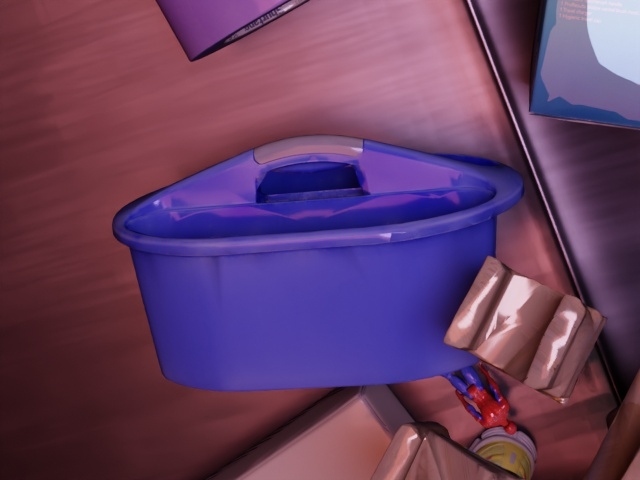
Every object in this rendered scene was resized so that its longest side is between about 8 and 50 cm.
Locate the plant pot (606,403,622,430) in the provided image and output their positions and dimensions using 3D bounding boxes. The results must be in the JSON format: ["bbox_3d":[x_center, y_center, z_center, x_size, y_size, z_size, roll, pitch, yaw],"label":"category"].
[{"bbox_3d":[0.357,0.211,1.142,0.263,0.263,0.229,-33,77,14],"label":"plant pot"}]

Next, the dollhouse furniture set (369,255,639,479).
[{"bbox_3d":[0.293,0.114,0.990,0.362,0.256,0.394,27,91,18],"label":"dollhouse furniture set"}]

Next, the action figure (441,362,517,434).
[{"bbox_3d":[0.138,0.132,1.247,0.038,0.030,0.115,-43,80,11],"label":"action figure"}]

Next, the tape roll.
[{"bbox_3d":[-0.044,-0.226,1.120,0.189,0.189,0.080,-27,97,14],"label":"tape roll"}]

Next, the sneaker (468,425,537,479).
[{"bbox_3d":[0.127,0.270,1.248,0.081,0.094,0.208,24,105,3],"label":"sneaker"}]

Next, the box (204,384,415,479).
[{"bbox_3d":[-0.033,0.243,1.269,0.275,0.094,0.113,-35,95,14],"label":"box"}]

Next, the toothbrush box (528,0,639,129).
[{"bbox_3d":[0.242,-0.245,1.056,0.126,0.216,0.295,9,104,7],"label":"toothbrush box"}]

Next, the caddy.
[{"bbox_3d":[0.000,0.000,1.137,0.341,0.241,0.179,-4,106,9],"label":"caddy"}]
